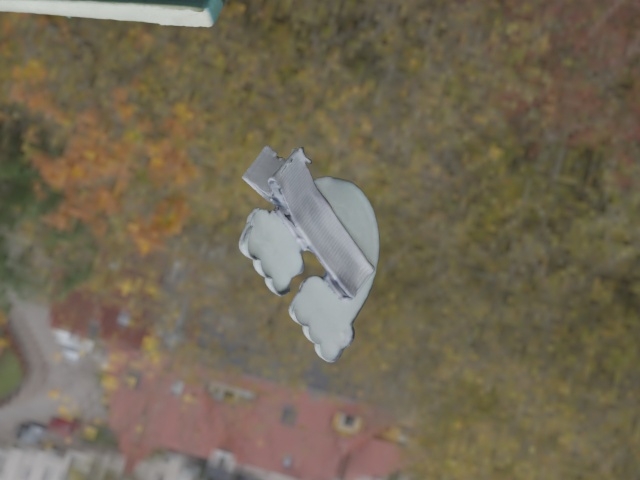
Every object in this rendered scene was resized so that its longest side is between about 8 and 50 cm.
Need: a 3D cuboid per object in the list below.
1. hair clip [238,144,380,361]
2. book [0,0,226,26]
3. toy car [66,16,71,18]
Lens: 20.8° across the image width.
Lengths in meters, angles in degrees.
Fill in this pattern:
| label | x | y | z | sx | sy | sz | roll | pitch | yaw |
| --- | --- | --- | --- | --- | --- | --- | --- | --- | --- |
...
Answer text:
| label | x | y | z | sx | sy | sz | roll | pitch | yaw |
| --- | --- | --- | --- | --- | --- | --- | --- | --- | --- |
| hair clip | 0.000 | 0.000 | 1.629 | 0.054 | 0.140 | 0.220 | 11 | 147 | 42 |
| book | -0.134 | -0.328 | 1.443 | 0.264 | 0.379 | 0.031 | 5 | 147 | 26 |
| toy car | -0.263 | -0.338 | 1.718 | 0.141 | 0.097 | 0.320 | 44 | 154 | 4 |
